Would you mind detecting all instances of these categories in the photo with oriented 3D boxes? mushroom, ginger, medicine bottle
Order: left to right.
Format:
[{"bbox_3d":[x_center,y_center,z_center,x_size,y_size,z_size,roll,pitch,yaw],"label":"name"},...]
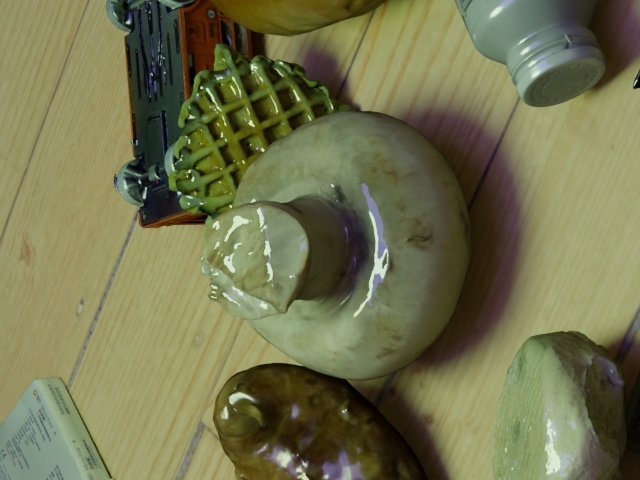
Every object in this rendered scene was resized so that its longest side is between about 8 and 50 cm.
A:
[{"bbox_3d":[-0.368,0.309,2.520,0.171,0.052,0.201,-53,53,29],"label":"medicine bottle"},{"bbox_3d":[0.000,0.000,1.996,0.297,0.290,0.297,-4,84,44],"label":"mushroom"},{"bbox_3d":[0.024,0.254,2.047,0.321,0.172,0.165,42,108,16],"label":"ginger"},{"bbox_3d":[0.208,-0.248,1.912,0.135,0.135,0.215,-39,61,37],"label":"medicine bottle"}]

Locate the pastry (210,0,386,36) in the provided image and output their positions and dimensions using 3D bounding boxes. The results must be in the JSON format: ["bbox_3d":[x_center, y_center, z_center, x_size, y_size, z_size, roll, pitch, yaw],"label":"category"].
[{"bbox_3d":[-0.032,-0.427,2.090,0.409,0.245,0.409,-6,81,44],"label":"pastry"}]

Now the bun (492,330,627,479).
[{"bbox_3d":[0.241,0.194,1.839,0.237,0.116,0.210,-154,71,-79],"label":"bun"}]

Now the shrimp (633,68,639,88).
[{"bbox_3d":[0.364,-0.165,1.805,0.150,0.051,0.217,12,84,51],"label":"shrimp"}]

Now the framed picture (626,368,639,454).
[{"bbox_3d":[0.421,0.084,1.754,0.247,0.022,0.335,28,107,43],"label":"framed picture"}]

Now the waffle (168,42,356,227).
[{"bbox_3d":[-0.068,-0.103,2.153,0.214,0.208,0.054,-66,16,4],"label":"waffle"}]

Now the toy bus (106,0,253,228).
[{"bbox_3d":[-0.158,-0.185,2.266,0.143,0.153,0.329,-17,76,54],"label":"toy bus"}]
